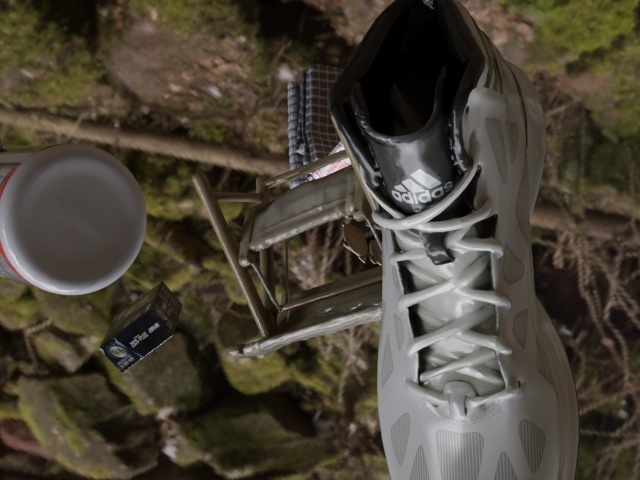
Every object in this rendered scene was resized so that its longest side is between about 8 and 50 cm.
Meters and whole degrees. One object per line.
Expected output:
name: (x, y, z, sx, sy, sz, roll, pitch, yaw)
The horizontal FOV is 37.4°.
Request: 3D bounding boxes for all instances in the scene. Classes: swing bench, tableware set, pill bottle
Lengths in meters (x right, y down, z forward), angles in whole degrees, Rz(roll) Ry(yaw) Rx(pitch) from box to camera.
swing bench: (0.000, 0.000, 1.206, 0.253, 0.255, 0.165, -19, 171, 33)
tableware set: (0.079, -0.023, 1.751, 0.141, 0.020, 0.169, 25, -137, -40)
pill bottle: (-0.426, -0.039, 1.421, 0.210, 0.210, 0.363, 33, 165, -32)

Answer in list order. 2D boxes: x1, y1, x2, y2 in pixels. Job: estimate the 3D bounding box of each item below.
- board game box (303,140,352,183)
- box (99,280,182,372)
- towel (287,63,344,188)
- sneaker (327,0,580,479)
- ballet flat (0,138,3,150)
board game box: (0.067, -0.155, 1.542, 0.045, 0.147, 0.193, 45, -143, 2)
box: (-0.391, 0.188, 2.080, 0.077, 0.147, 0.180, 51, -169, -15)
towel: (0.081, -0.210, 1.834, 0.283, 0.235, 0.121, 6, 163, -21)
sneaker: (0.076, 0.026, 0.699, 0.169, 0.447, 0.257, -8, 162, 25)
ballet flat: (-0.576, -0.108, 1.622, 0.070, 0.188, 0.070, 23, -171, -4)
